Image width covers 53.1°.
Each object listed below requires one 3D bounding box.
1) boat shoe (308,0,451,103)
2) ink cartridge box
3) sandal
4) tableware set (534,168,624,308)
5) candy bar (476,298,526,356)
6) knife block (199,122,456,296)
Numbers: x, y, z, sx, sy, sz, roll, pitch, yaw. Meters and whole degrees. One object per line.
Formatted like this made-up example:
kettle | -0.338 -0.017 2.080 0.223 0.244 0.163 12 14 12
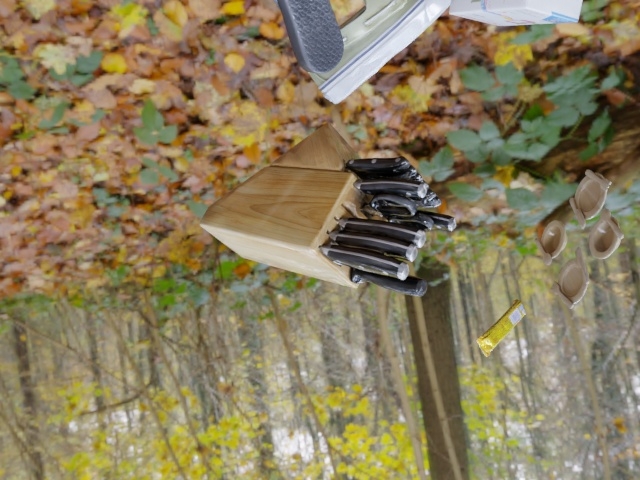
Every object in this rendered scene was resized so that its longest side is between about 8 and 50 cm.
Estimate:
boat shoe | 0.097 -0.329 0.936 0.302 0.094 0.109 -40 -164 19
ink cartridge box | 0.221 -0.278 0.729 0.088 0.052 0.122 0 -165 -31
sandal | -0.037 -0.345 0.847 0.097 0.255 0.054 -32 -144 -27
tableware set | 0.347 -0.003 0.861 0.020 0.141 0.169 12 129 -14
candy bar | 0.358 0.167 1.254 0.161 0.040 0.018 -34 -173 -37
knife block | 0.000 0.000 0.694 0.275 0.242 0.088 -32 132 19
